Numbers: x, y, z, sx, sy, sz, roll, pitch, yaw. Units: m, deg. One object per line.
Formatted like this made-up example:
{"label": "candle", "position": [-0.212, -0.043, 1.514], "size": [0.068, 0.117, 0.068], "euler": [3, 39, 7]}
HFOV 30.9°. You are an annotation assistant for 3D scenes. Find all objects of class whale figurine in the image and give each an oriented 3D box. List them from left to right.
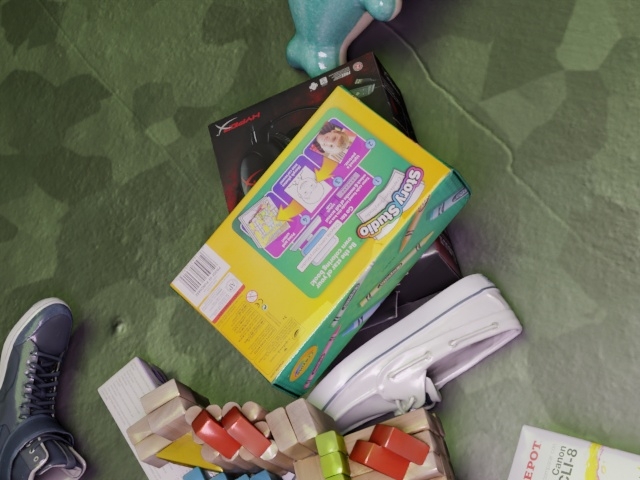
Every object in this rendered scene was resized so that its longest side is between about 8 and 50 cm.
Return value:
{"label": "whale figurine", "position": [0.005, -0.309, 1.349], "size": [0.216, 0.141, 0.272], "euler": [45, 127, 39]}

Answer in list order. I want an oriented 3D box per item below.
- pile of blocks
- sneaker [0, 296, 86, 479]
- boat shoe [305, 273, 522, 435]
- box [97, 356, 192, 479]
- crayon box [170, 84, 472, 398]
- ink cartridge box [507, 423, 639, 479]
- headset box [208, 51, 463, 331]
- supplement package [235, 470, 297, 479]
{"label": "pile of blocks", "position": [-0.045, 0.217, 1.111], "size": [0.362, 0.112, 0.149], "euler": [1, 69, 24]}
{"label": "sneaker", "position": [-0.322, 0.194, 1.372], "size": [0.163, 0.086, 0.226], "euler": [27, 93, 40]}
{"label": "boat shoe", "position": [0.093, 0.139, 1.210], "size": [0.258, 0.095, 0.084], "euler": [-39, 61, 3]}
{"label": "box", "position": [-0.140, 0.272, 1.283], "size": [0.067, 0.063, 0.324], "euler": [-41, 60, 4]}
{"label": "crayon box", "position": [0.000, 0.000, 1.186], "size": [0.165, 0.081, 0.278], "euler": [41, 90, 28]}
{"label": "ink cartridge box", "position": [0.264, 0.261, 1.071], "size": [0.176, 0.127, 0.128], "euler": [12, 76, 28]}
{"label": "headset box", "position": [0.017, -0.031, 1.302], "size": [0.218, 0.110, 0.293], "euler": [-22, 64, 14]}
{"label": "supplement package", "position": [0.008, 0.276, 1.192], "size": [0.179, 0.105, 0.105], "euler": [21, 81, 29]}
